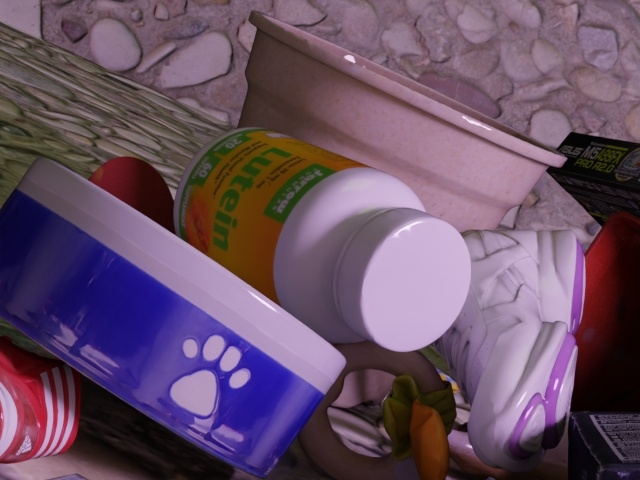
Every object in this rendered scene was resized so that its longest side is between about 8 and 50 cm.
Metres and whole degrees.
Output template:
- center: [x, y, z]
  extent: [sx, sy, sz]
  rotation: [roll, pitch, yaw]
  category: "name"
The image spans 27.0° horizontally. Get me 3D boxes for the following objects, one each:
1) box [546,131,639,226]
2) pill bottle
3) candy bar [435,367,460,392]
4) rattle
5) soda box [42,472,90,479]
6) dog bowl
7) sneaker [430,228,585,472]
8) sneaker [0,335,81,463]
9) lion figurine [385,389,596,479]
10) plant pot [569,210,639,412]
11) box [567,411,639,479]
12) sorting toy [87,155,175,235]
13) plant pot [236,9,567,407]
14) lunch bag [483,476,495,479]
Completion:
- center: [0.400, -0.024, 1.519]
  extent: [0.216, 0.060, 0.270]
  rotation: [41, -5, -20]
  category: "box"
- center: [0.000, 0.000, 1.038]
  extent: [0.136, 0.136, 0.246]
  rotation: [17, 5, -38]
  category: "pill bottle"
- center: [0.099, 0.138, 1.532]
  extent: [0.161, 0.018, 0.040]
  rotation: [31, 11, 29]
  category: "candy bar"
- center: [0.000, 0.135, 1.028]
  extent: [0.200, 0.130, 0.142]
  rotation: [24, 28, 3]
  category: "rattle"
- center: [-0.155, 0.163, 0.539]
  extent: [0.092, 0.083, 0.263]
  rotation: [23, 8, 24]
  category: "soda box"
- center: [-0.119, 0.056, 0.948]
  extent: [0.265, 0.104, 0.265]
  rotation: [33, -7, 4]
  category: "dog bowl"
- center: [0.126, 0.079, 1.045]
  extent: [0.152, 0.114, 0.305]
  rotation: [8, 25, 9]
  category: "sneaker"
- center: [-0.245, 0.075, 0.874]
  extent: [0.221, 0.087, 0.128]
  rotation: [44, 9, 28]
  category: "sneaker"
- center: [0.238, 0.197, 1.192]
  extent: [0.392, 0.142, 0.240]
  rotation: [24, -18, 31]
  category: "lion figurine"
- center: [0.404, 0.171, 1.488]
  extent: [0.267, 0.267, 0.236]
  rotation: [35, 1, 44]
  category: "plant pot"
- center: [0.308, 0.206, 0.815]
  extent: [0.296, 0.182, 0.294]
  rotation: [0, -1, 8]
  category: "box"
- center: [-0.152, 0.009, 1.448]
  extent: [0.126, 0.127, 0.366]
  rotation: [-6, -17, 40]
  category: "sorting toy"
- center: [0.022, -0.017, 1.307]
  extent: [0.334, 0.305, 0.334]
  rotation: [25, 9, -4]
  category: "plant pot"
- center: [0.146, 0.230, 1.051]
  extent: [0.083, 0.053, 0.071]
  rotation: [39, 15, 21]
  category: "lunch bag"
